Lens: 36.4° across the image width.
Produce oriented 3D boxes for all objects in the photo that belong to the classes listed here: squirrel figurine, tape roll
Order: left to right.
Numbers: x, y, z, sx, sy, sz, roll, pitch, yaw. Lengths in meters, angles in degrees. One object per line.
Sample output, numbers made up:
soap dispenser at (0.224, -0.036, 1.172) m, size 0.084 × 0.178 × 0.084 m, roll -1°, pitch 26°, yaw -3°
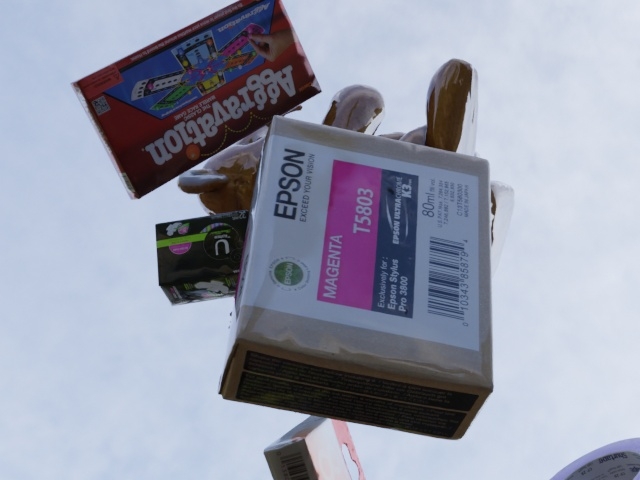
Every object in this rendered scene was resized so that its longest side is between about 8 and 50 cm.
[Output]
squirrel figurine at (0.000, 0.000, 1.162) m, size 0.370 × 0.397 × 0.281 m, roll 8°, pitch -20°, yaw 26°
tape roll at (0.364, 0.331, 1.213) m, size 0.189 × 0.189 × 0.080 m, roll -29°, pitch -87°, yaw 32°

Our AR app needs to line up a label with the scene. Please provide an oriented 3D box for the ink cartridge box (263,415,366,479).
ink cartridge box at (0.023, 0.221, 0.850) m, size 0.045 × 0.179 × 0.145 m, roll -20°, pitch -92°, yaw 23°

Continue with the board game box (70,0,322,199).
board game box at (-0.133, -0.176, 1.123) m, size 0.027 × 0.281 × 0.145 m, roll 2°, pitch -58°, yaw 55°

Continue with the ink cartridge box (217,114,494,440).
ink cartridge box at (0.034, 0.024, 0.775) m, size 0.193 × 0.234 × 0.088 m, roll 11°, pitch -39°, yaw -7°

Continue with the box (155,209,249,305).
box at (-0.098, 0.016, 0.852) m, size 0.083 × 0.062 × 0.052 m, roll -9°, pitch -25°, yaw 0°
